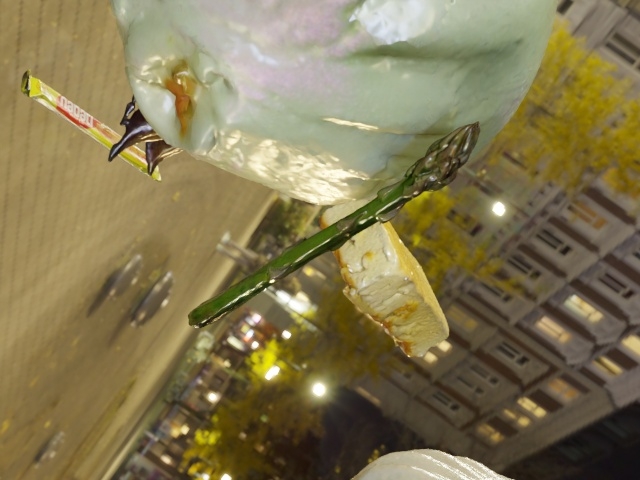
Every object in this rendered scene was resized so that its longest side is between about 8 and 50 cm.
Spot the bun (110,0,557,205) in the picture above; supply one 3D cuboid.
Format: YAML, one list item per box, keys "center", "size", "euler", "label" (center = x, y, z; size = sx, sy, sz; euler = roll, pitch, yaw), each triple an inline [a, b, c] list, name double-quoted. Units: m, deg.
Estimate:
- center: [-0.020, -0.129, 0.488]
  size: [0.187, 0.293, 0.293]
  euler: [-56, -179, -38]
  label: "bun"

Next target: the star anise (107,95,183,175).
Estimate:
- center: [-0.128, -0.179, 0.918]
  size: [0.272, 0.102, 0.272]
  euler: [-34, 165, -11]
  label: "star anise"

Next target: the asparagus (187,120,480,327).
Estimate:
- center: [0.000, 0.000, 0.462]
  size: [0.233, 0.023, 0.022]
  euler: [-34, -132, 37]
  label: "asparagus"

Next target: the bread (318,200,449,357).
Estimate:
- center: [0.110, 0.066, 1.436]
  size: [0.114, 0.184, 0.274]
  euler: [-29, 142, 11]
  label: "bread"

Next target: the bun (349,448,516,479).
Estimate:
- center: [0.156, 0.312, 0.881]
  size: [0.175, 0.263, 0.263]
  euler: [-47, -176, 22]
  label: "bun"

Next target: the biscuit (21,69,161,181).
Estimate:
- center: [-0.349, -0.169, 1.315]
  size: [0.026, 0.292, 0.048]
  euler: [-25, -124, 21]
  label: "biscuit"
